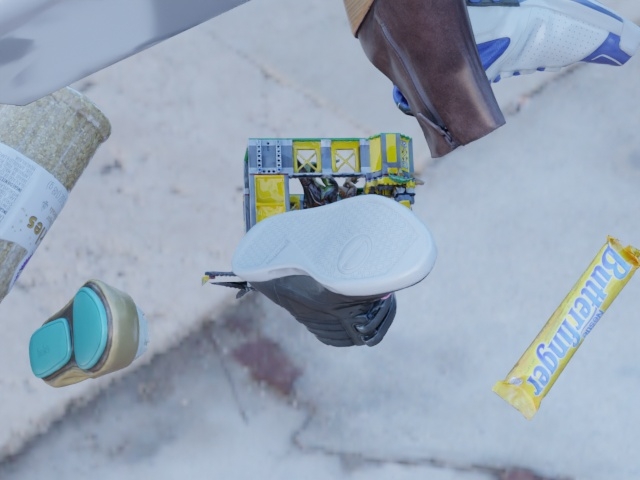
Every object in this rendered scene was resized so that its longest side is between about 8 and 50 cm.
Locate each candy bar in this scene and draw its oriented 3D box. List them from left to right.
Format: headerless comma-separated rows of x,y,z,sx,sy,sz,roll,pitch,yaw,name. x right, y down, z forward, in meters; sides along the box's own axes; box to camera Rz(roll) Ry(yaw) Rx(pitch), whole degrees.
0.198,0.066,1.254,0.040,0.161,0.018,36,5,1,candy bar

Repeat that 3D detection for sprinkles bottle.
-0.350,-0.001,1.612,0.121,0.121,0.355,23,73,22,sprinkles bottle

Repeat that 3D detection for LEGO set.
0.000,0.000,2.004,0.255,0.331,0.192,2,74,-15,LEGO set

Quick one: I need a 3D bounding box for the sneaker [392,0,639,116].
0.163,-0.204,1.652,0.316,0.182,0.127,10,23,-33,sneaker

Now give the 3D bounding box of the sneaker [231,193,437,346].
0.048,0.038,1.575,0.296,0.147,0.104,-3,55,54,sneaker

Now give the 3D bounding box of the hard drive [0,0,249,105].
-0.010,-0.154,0.683,0.353,0.047,0.233,-24,0,6,hard drive

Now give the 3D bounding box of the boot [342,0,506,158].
0.110,-0.190,1.335,0.090,0.248,0.206,-28,88,-24,boot

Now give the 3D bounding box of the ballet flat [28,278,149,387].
-0.182,0.077,1.327,0.073,0.232,0.080,-1,82,-25,ballet flat
